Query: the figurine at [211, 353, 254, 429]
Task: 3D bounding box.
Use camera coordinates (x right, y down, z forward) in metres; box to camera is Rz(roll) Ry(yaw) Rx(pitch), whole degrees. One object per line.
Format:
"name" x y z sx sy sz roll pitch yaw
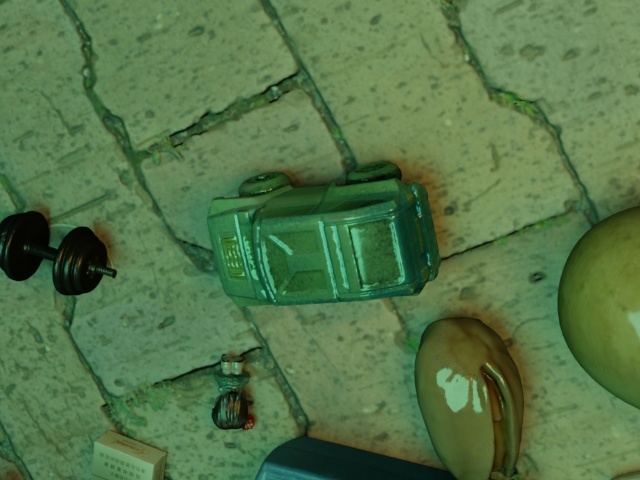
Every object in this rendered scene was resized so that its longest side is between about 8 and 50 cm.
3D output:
"figurine" -0.115 0.206 1.876 0.060 0.047 0.106 -2 107 -18

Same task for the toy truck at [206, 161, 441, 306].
"toy truck" 0.000 0.000 1.676 0.279 0.156 0.155 -5 107 26

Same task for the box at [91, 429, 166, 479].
"box" -0.280 0.359 2.010 0.100 0.048 0.152 19 114 20

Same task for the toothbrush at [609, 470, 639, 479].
"toothbrush" 0.508 0.244 1.592 0.386 0.040 0.040 -21 99 29

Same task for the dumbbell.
"dumbbell" -0.367 0.017 1.891 0.209 0.099 0.099 16 115 20

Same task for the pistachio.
"pistachio" 0.180 0.194 1.684 0.152 0.126 0.223 12 123 61

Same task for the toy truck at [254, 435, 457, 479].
"toy truck" 0.092 0.367 1.777 0.385 0.161 0.162 11 102 22

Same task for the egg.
"egg" 0.394 0.088 1.483 0.295 0.218 0.218 33 120 2
